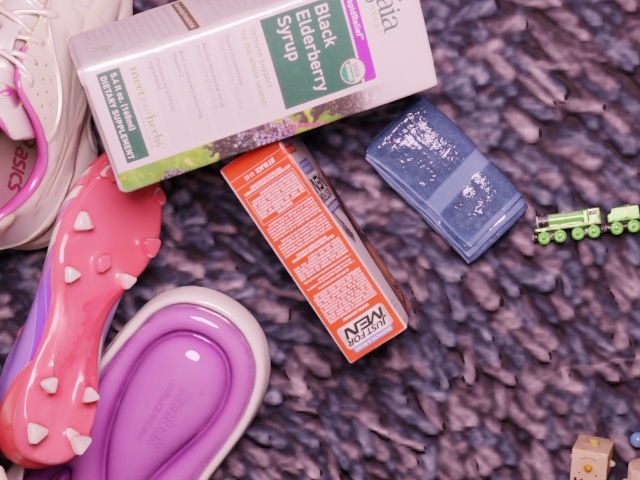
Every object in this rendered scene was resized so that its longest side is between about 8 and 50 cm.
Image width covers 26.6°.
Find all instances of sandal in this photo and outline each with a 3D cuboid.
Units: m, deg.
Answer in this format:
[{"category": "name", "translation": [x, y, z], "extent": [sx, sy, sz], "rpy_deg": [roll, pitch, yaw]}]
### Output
[{"category": "sandal", "translation": [-0.182, 0.222, 1.042], "extent": [0.169, 0.102, 0.416], "rpy_deg": [26, 100, 2]}]

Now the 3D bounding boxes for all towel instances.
[{"category": "towel", "translation": [0.094, -0.047, 1.015], "extent": [0.067, 0.029, 0.119], "rpy_deg": [-44, 91, 9]}]

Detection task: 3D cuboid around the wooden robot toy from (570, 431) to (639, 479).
[{"category": "wooden robot toy", "translation": [0.272, 0.196, 1.012], "extent": [0.173, 0.076, 0.079], "rpy_deg": [5, 109, 6]}]

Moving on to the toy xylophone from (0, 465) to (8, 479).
[{"category": "toy xylophone", "translation": [-0.270, 0.154, 0.952], "extent": [0.081, 0.323, 0.236], "rpy_deg": [-8, 141, -19]}]

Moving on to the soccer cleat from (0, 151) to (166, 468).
[{"category": "soccer cleat", "translation": [-0.186, 0.046, 1.005], "extent": [0.083, 0.095, 0.248], "rpy_deg": [24, 73, -37]}]

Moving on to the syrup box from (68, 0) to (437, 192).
[{"category": "syrup box", "translation": [-0.047, -0.126, 0.948], "extent": [0.236, 0.096, 0.093], "rpy_deg": [-19, 116, -7]}]

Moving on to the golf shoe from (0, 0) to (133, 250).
[{"category": "golf shoe", "translation": [-0.209, -0.138, 0.980], "extent": [0.115, 0.140, 0.306], "rpy_deg": [7, 97, 6]}]

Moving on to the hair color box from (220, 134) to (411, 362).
[{"category": "hair color box", "translation": [0.000, 0.000, 0.999], "extent": [0.053, 0.093, 0.167], "rpy_deg": [-32, 94, 9]}]

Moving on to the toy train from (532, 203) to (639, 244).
[{"category": "toy train", "translation": [0.200, -0.013, 1.016], "extent": [0.083, 0.017, 0.024], "rpy_deg": [-7, 87, 7]}]
